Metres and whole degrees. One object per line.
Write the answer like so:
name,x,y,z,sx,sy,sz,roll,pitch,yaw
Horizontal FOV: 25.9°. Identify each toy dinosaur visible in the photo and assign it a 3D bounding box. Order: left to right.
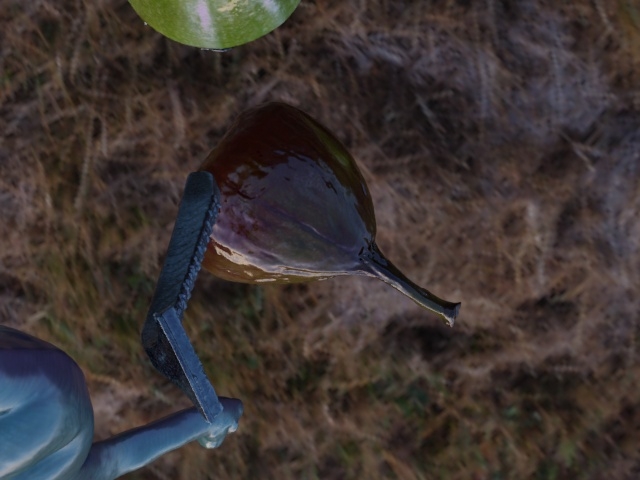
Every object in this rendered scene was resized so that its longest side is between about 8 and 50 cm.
toy dinosaur,-0.153,0.091,0.850,0.331,0.129,0.383,-27,155,-31

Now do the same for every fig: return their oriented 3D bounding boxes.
fig,0.007,-0.029,1.372,0.290,0.190,0.191,11,121,-3

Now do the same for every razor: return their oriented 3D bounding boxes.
razor,-0.072,0.015,0.727,0.033,0.190,0.066,-17,120,10

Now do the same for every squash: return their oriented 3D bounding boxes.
squash,-0.087,-0.239,1.092,0.170,0.123,0.170,0,89,2
